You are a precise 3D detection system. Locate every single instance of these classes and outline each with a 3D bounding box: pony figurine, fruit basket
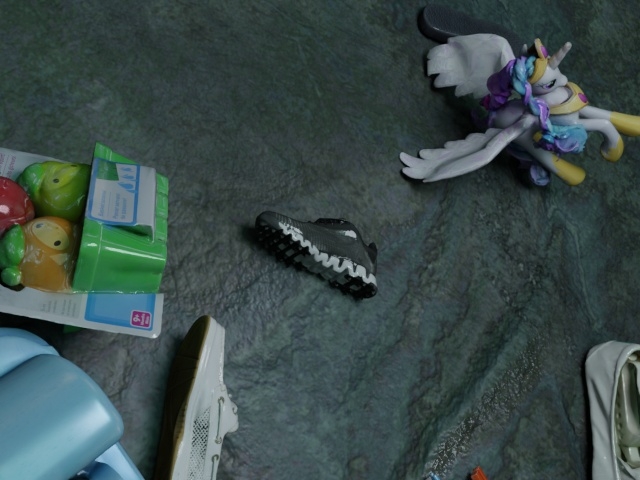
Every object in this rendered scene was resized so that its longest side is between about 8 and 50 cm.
[{"bbox_3d":[0.354,-0.224,1.573,0.363,0.351,0.302,28,63,-40],"label":"pony figurine"},{"bbox_3d":[-0.366,-0.029,1.110,0.353,0.165,0.327,16,34,-19],"label":"fruit basket"}]

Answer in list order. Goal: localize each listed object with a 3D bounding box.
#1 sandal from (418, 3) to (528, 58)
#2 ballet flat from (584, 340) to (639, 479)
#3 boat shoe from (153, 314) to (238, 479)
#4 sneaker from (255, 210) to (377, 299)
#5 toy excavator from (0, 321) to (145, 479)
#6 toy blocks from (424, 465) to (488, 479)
[{"bbox_3d":[0.307,-0.393,1.753,0.254,0.054,0.097,22,55,-11],"label":"sandal"},{"bbox_3d":[0.552,0.368,1.563,0.139,0.139,0.400,9,68,-27],"label":"ballet flat"},{"bbox_3d":[-0.160,0.244,1.220,0.096,0.098,0.277,16,74,-25],"label":"boat shoe"},{"bbox_3d":[0.000,0.000,1.413,0.234,0.078,0.106,30,57,-22],"label":"sneaker"},{"bbox_3d":[-0.260,0.271,0.937,0.222,0.445,0.433,-35,91,-34],"label":"toy excavator"},{"bbox_3d":[0.239,0.412,1.411,0.123,0.054,0.148,-38,93,-34],"label":"toy blocks"}]
